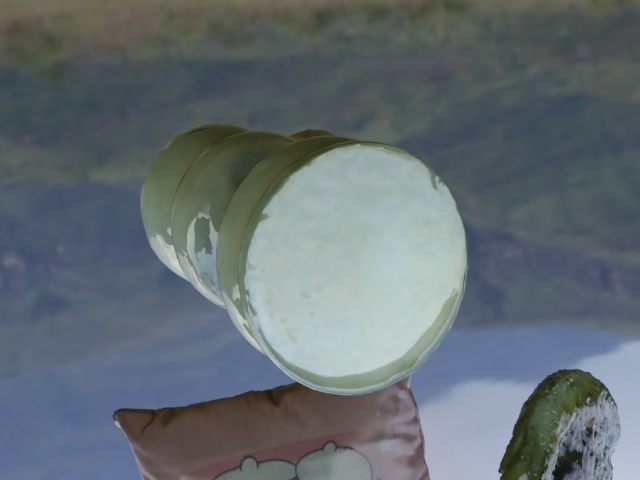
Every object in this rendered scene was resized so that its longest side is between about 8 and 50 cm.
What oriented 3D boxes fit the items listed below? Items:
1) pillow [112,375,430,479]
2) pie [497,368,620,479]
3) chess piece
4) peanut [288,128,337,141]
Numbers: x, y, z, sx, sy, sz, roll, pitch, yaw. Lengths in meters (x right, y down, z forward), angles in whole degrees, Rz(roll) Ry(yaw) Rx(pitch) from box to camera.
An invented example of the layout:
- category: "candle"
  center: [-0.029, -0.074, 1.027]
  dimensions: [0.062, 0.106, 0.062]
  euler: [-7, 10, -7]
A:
- category: "pillow"
  center: [-0.017, 0.203, 1.446]
  dimensions: [0.236, 0.223, 0.084]
  euler: [-13, -172, 1]
- category: "pie"
  center: [0.209, 0.259, 1.738]
  dimensions: [0.070, 0.323, 0.323]
  euler: [7, -165, 20]
- category: "chess piece"
  center: [-0.032, -0.005, 1.190]
  dimensions: [0.144, 0.144, 0.251]
  euler: [-17, -163, -23]
- category: "peanut"
  center: [0.000, 0.000, 1.573]
  dimensions: [0.095, 0.226, 0.108]
  euler: [-38, -122, -24]
